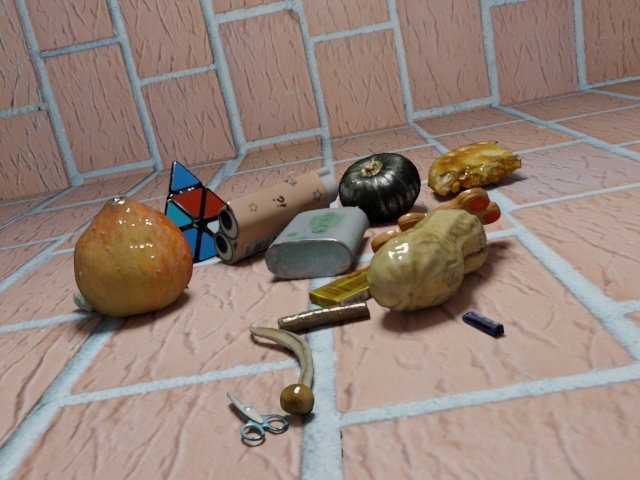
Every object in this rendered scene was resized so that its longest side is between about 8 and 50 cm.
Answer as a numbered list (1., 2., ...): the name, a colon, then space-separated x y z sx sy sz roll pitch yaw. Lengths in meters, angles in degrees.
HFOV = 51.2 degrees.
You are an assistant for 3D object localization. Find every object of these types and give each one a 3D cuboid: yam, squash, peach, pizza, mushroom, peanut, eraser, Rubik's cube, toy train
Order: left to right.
1. peach: -0.355 0.027 1.253 0.233 0.232 0.232 -10 16 3
2. Rubik's cube: -0.252 -0.054 1.595 0.234 0.249 0.284 7 10 -7
3. eraser: -0.097 -0.055 1.512 0.291 0.171 0.087 -24 59 -37
4. mushroom: -0.049 0.163 0.933 0.068 0.043 0.306 11 9 -15
5. eraser: 0.000 0.000 1.364 0.174 0.081 0.227 -6 16 14
6. yam: 0.005 0.120 1.046 0.146 0.032 0.032 -11 16 -3
7. squash: 0.138 -0.121 1.560 0.193 0.155 0.193 -2 36 1
8. peanut: 0.182 0.027 1.072 0.130 0.130 0.290 1 20 36
9. pizza: 0.397 -0.182 1.708 0.226 0.086 0.335 5 24 31
10. toy train: 0.225 0.114 0.937 0.017 0.017 0.083 -16 16 -20

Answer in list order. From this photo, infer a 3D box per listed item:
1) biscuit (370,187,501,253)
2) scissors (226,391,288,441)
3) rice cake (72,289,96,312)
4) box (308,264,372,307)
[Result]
1. biscuit: 0.209 -0.019 1.240 0.250 0.036 0.165 -23 -26 25
2. scissors: -0.087 0.212 0.819 0.058 0.014 0.119 -15 19 -28
3. rice cake: -0.393 0.093 1.384 0.222 0.042 0.080 -21 23 -35
4. box: 0.066 0.078 1.157 0.156 0.022 0.089 -22 20 -33
